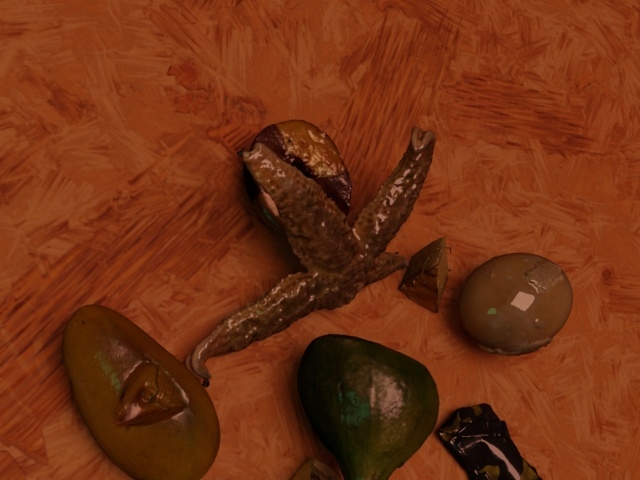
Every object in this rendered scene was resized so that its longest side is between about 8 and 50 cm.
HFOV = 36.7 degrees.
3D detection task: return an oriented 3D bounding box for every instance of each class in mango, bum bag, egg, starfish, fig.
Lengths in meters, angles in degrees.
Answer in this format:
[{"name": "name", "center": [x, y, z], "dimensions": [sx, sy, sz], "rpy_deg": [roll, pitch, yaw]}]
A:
[{"name": "mango", "center": [-0.232, 0.197, 1.217], "dimensions": [0.262, 0.167, 0.130], "rpy_deg": [49, 46, -3]}, {"name": "bum bag", "center": [0.278, 0.354, 1.484], "dimensions": [0.106, 0.060, 0.232], "rpy_deg": [-36, 91, -22]}, {"name": "egg", "center": [0.310, 0.099, 1.523], "dimensions": [0.201, 0.164, 0.164], "rpy_deg": [-16, 83, -35]}, {"name": "starfish", "center": [0.000, 0.000, 1.354], "dimensions": [0.432, 0.082, 0.324], "rpy_deg": [-18, 128, -32]}, {"name": "fig", "center": [0.054, 0.260, 1.325], "dimensions": [0.203, 0.203, 0.235], "rpy_deg": [20, 71, -21]}]

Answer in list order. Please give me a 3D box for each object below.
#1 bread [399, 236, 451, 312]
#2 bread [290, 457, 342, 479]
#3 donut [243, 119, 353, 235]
[{"name": "bread", "center": [0.187, 0.049, 1.505], "dimensions": [0.080, 0.109, 0.084], "rpy_deg": [29, 59, -13]}, {"name": "bread", "center": [-0.045, 0.447, 1.302], "dimensions": [0.264, 0.163, 0.168], "rpy_deg": [-41, 99, 4]}, {"name": "donut", "center": [-0.039, -0.085, 1.444], "dimensions": [0.166, 0.073, 0.184], "rpy_deg": [-29, 91, -29]}]
